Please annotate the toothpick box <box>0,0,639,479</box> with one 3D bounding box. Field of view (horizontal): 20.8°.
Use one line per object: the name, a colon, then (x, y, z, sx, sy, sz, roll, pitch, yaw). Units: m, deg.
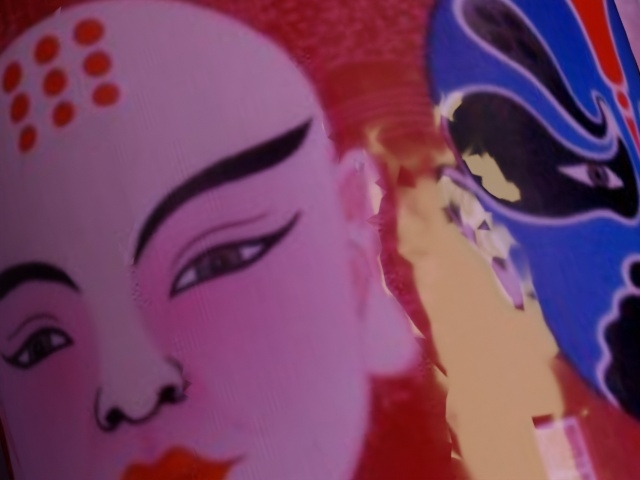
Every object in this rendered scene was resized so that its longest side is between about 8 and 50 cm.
toothpick box: (0.000, 0.000, 0.489, 0.204, 0.204, 0.333, -8, 73, -35)
